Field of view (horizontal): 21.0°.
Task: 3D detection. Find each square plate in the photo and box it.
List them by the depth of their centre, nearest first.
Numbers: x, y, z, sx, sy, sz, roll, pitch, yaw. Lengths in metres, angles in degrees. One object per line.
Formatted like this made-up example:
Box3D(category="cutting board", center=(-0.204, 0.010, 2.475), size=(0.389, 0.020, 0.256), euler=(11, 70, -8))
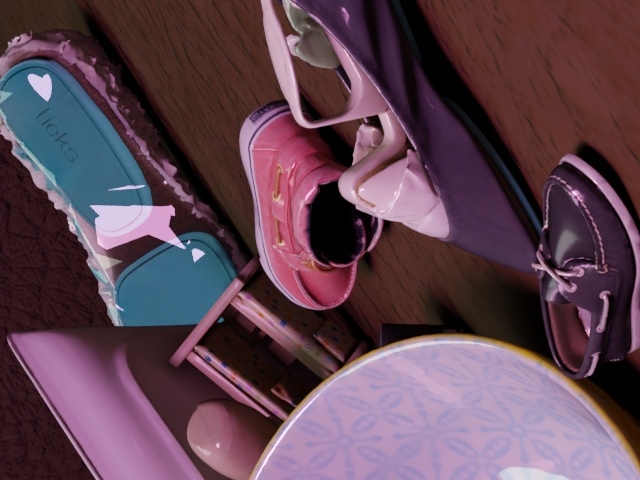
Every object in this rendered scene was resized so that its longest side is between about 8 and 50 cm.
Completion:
Box3D(category="square plate", center=(-0.027, 0.179, 1.318), size=(0.347, 0.049, 0.344), euler=(1, -135, -55))

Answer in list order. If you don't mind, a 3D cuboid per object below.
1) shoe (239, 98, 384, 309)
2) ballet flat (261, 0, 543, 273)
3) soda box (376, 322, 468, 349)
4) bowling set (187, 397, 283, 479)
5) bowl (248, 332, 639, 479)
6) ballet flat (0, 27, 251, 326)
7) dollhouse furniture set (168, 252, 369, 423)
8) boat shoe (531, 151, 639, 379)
Box3D(category="shoe", center=(0.000, 0.000, 1.057), size=(0.081, 0.063, 0.178), euler=(53, 165, 41))
Box3D(category="ballet flat", center=(0.026, -0.057, 0.772), size=(0.203, 0.074, 0.074), euler=(58, 169, -15))
Box3D(category="soda box", center=(0.058, 0.136, 1.004), size=(0.060, 0.053, 0.168), euler=(93, 178, -71))
Box3D(category="bowling set", center=(0.056, 0.188, 1.119), size=(0.154, 0.200, 0.287), euler=(34, -153, -48))
Box3D(category="bowl", center=(0.100, 0.199, 0.859), size=(0.156, 0.289, 0.289), euler=(13, -155, -45))
Box3D(category="ballet flat", center=(-0.148, -0.019, 1.557), size=(0.409, 0.147, 0.147), euler=(62, 168, -14))
Box3D(category="dollhouse furniture set", center=(0.006, 0.088, 1.333), size=(0.182, 0.101, 0.161), euler=(40, -157, 1))
Box3D(category="boat shoe", center=(0.107, 0.014, 0.713), size=(0.046, 0.038, 0.125), euler=(48, 167, 34))
